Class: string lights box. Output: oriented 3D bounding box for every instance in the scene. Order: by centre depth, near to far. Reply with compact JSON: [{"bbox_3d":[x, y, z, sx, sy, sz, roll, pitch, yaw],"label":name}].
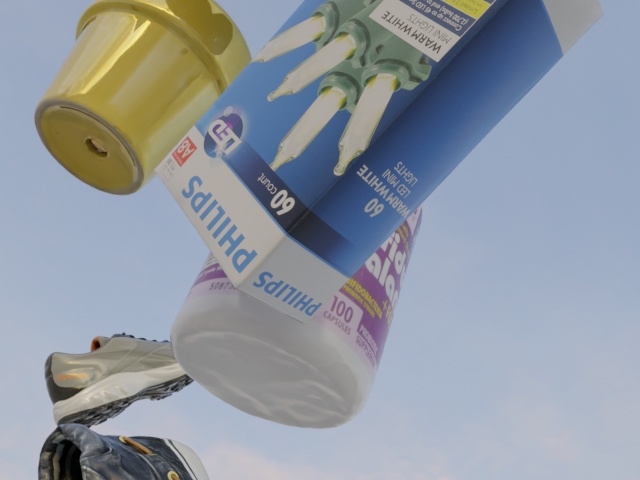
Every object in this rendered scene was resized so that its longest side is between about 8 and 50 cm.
[{"bbox_3d":[0.028,-0.090,0.414,0.259,0.133,0.077,-47,-39,6],"label":"string lights box"}]

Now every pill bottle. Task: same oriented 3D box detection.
[{"bbox_3d":[0.000,0.000,0.603,0.169,0.301,0.169,14,-36,11],"label":"pill bottle"}]

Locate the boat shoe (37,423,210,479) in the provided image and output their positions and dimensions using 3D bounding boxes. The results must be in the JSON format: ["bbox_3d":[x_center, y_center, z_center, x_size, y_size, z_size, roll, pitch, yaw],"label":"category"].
[{"bbox_3d":[-0.077,0.154,0.314,0.083,0.183,0.065,29,-91,-41],"label":"boat shoe"}]

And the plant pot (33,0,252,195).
[{"bbox_3d":[-0.254,-0.199,0.917,0.254,0.239,0.254,17,-36,13],"label":"plant pot"}]

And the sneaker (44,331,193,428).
[{"bbox_3d":[-0.242,0.166,0.898,0.100,0.271,0.108,-42,-110,34],"label":"sneaker"}]
